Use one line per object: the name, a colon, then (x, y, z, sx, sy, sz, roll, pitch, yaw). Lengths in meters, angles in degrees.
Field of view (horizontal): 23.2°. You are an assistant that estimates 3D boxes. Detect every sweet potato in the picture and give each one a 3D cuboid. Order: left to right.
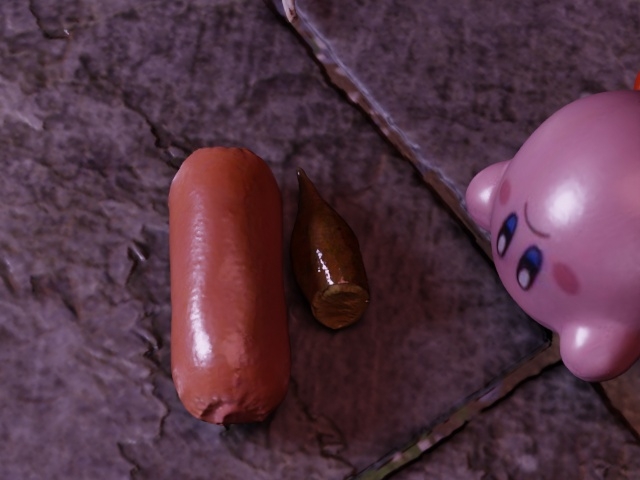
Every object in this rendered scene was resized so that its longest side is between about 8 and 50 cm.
sweet potato: (0.000, 0.000, 1.035, 0.049, 0.049, 0.117, -11, 61, -12)

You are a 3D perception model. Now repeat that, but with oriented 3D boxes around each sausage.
sausage: (-0.059, 0.025, 1.002, 0.077, 0.077, 0.194, 0, 65, -7)

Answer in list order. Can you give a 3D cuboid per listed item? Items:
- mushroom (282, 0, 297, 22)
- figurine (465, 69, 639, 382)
mushroom: (-0.010, -0.294, 1.191, 0.068, 0.043, 0.306, -12, 65, 7)
figurine: (0.191, -0.012, 1.000, 0.173, 0.173, 0.173, 3, 63, -6)
